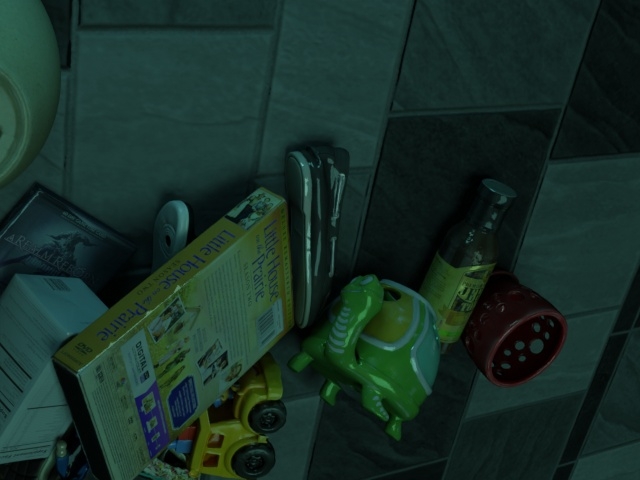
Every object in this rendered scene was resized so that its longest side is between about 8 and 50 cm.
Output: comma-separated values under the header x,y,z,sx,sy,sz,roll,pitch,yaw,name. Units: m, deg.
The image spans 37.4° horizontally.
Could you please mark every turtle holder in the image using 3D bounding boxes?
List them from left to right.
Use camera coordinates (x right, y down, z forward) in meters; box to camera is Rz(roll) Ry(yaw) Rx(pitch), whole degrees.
x,y,z,sx,sy,sz,roll,pitch,yaw,name
0.082,0.178,1.672,0.320,0.243,0.227,44,72,-32,turtle holder

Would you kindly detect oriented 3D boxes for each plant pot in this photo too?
x,y,z,sx,sy,sz,roll,pitch,yaw,name
0.358,0.167,1.866,0.191,0.174,0.191,-17,129,-23,plant pot

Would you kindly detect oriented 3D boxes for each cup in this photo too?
x,y,z,sx,sy,sz,roll,pitch,yaw,name
-0.434,-0.168,1.062,0.331,0.237,0.331,-14,121,-24,cup

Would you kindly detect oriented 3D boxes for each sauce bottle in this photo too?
x,y,z,sx,sy,sz,roll,pitch,yaw,name
0.262,0.050,1.767,0.111,0.111,0.344,3,120,-34,sauce bottle

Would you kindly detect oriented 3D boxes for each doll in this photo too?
x,y,z,sx,sy,sz,roll,pitch,yaw,name
-0.359,0.313,1.440,0.189,0.046,0.129,-59,159,-3,doll

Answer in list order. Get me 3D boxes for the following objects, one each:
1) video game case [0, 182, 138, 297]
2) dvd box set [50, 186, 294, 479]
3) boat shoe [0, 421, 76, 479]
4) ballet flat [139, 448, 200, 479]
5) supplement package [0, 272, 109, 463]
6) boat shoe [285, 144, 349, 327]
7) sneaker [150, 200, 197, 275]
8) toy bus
x,y,z,sx,sy,sz,roll,pitch,yaw,name
-0.429,0.065,1.399,0.274,0.026,0.196,-47,134,6,video game case
-0.199,0.148,1.436,0.420,0.062,0.307,-43,149,-32,dvd box set
-0.407,0.323,1.524,0.130,0.132,0.355,13,114,-40,boat shoe
-0.298,0.394,1.693,0.241,0.091,0.077,46,62,-48,ballet flat
-0.415,0.185,1.359,0.244,0.134,0.139,-54,155,12,supplement package
0.000,0.000,1.565,0.096,0.112,0.335,-11,123,-20,boat shoe
-0.198,0.022,1.486,0.121,0.079,0.216,-9,133,-33,sneaker
-0.181,0.307,1.665,0.212,0.149,0.220,8,116,-18,toy bus
